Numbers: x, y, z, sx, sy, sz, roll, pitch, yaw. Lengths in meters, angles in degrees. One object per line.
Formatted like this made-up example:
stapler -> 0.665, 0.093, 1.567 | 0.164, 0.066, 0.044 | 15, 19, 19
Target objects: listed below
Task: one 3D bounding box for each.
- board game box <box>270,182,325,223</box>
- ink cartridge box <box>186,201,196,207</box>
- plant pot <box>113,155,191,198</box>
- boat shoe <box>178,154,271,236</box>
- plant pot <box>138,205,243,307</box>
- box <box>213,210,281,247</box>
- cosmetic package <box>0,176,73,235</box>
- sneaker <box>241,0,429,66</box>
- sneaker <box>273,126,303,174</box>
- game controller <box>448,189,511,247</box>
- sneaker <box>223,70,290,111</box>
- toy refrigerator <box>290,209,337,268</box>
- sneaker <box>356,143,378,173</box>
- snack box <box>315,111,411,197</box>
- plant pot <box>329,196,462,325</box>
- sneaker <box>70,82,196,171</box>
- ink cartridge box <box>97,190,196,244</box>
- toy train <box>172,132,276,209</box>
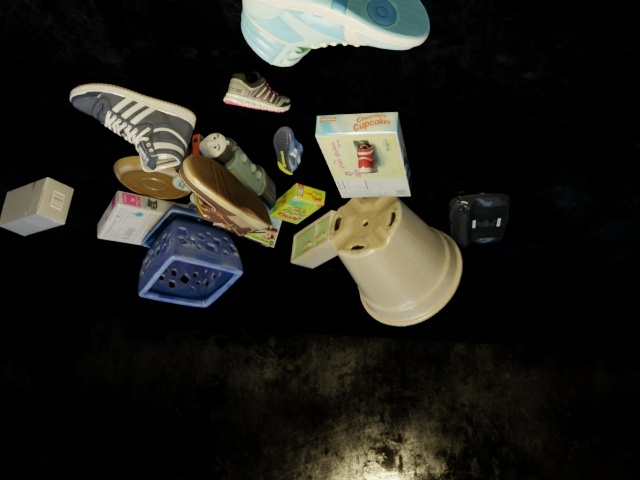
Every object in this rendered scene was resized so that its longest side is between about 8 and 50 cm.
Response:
board game box -> -0.069, -0.104, 1.938 | 0.092, 0.043, 0.181 | 15, 157, -23
ink cartridge box -> -0.393, -0.069, 2.140 | 0.232, 0.066, 0.189 | -36, 138, 30
plant pot -> -0.471, -0.170, 1.896 | 0.236, 0.032, 0.236 | 5, 160, 2
boat shoe -> -0.249, -0.090, 1.615 | 0.123, 0.123, 0.342 | -28, 154, 15
plant pot -> -0.390, 0.042, 1.959 | 0.236, 0.212, 0.236 | 14, 140, -36
box -> -0.212, -0.064, 1.981 | 0.207, 0.114, 0.036 | 23, 169, -38
cosmetic package -> -0.881, -0.102, 2.058 | 0.238, 0.127, 0.107 | -11, 153, 33
sneaker -> 0.012, -0.367, 1.137 | 0.319, 0.127, 0.208 | 19, 155, -6
sneaker -> -0.076, -0.228, 1.621 | 0.053, 0.059, 0.144 | 32, 150, 22
game controller -> 0.453, -0.062, 1.905 | 0.166, 0.067, 0.319 | -12, 157, 6
sneaker -> -0.125, -0.313, 1.392 | 0.170, 0.074, 0.063 | -2, -163, -45
toy refrigerator -> 0.000, 0.000, 2.109 | 0.094, 0.102, 0.269 | 16, 157, -24
sneaker -> 0.108, -0.187, 1.526 | 0.042, 0.067, 0.118 | -2, -174, 11
snack box -> 0.114, -0.199, 1.621 | 0.187, 0.060, 0.322 | 0, 158, 13
plant pot -> 0.189, 0.027, 1.887 | 0.334, 0.333, 0.305 | -8, 144, 33
sneaker -> -0.433, -0.251, 1.508 | 0.282, 0.153, 0.099 | 12, 158, -15
ink cartridge box -> -0.499, -0.050, 2.033 | 0.311, 0.065, 0.186 | 13, 141, -32
toy train -> -0.250, -0.164, 1.729 | 0.190, 0.142, 0.334 | -15, 151, 14
